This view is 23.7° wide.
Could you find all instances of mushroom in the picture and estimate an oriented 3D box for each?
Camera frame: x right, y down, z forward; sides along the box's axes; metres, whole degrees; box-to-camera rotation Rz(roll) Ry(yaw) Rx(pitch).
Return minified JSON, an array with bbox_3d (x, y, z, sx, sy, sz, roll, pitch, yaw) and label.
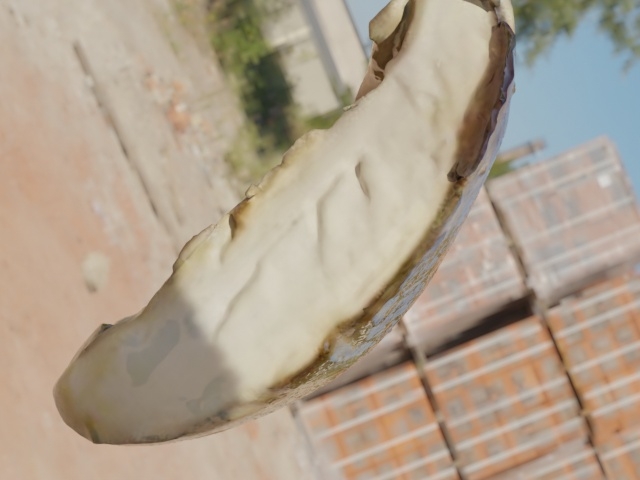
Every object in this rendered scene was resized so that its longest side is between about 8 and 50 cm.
[{"bbox_3d":[0.002,0.001,0.519,0.072,0.210,0.094,47,15,9],"label":"mushroom"}]
